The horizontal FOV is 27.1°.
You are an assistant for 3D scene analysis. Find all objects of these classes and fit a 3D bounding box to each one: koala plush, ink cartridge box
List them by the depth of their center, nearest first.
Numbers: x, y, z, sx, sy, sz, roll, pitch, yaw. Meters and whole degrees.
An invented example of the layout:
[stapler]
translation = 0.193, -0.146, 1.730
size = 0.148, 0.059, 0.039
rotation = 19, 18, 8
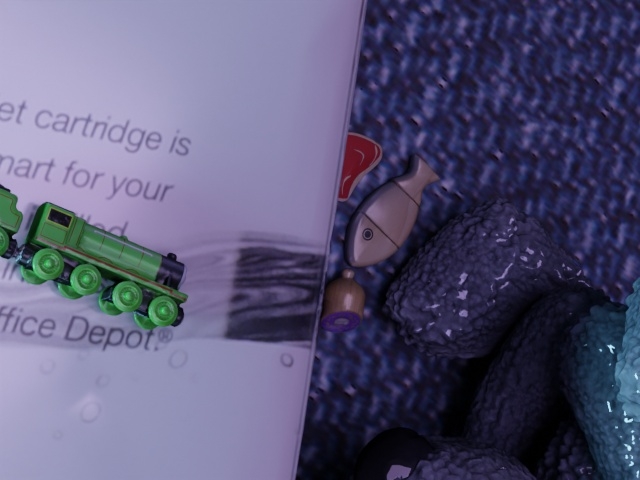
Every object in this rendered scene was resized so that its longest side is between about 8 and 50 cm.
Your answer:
[ink cartridge box]
translation = -0.159, 0.022, 0.451
size = 0.285, 0.166, 0.394
rotation = 10, 88, -24
[koala plush]
translation = 0.078, 0.127, 0.550
size = 0.221, 0.196, 0.203
rotation = -36, 115, -22

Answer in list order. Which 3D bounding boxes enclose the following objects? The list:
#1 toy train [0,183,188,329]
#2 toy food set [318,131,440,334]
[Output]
[toy train]
translation = -0.075, 0.003, 0.387
size = 0.083, 0.017, 0.023
rotation = 24, 71, -24
[toy food set]
translation = 0.000, 0.000, 0.599
size = 0.078, 0.019, 0.122
rotation = 35, 78, -20
